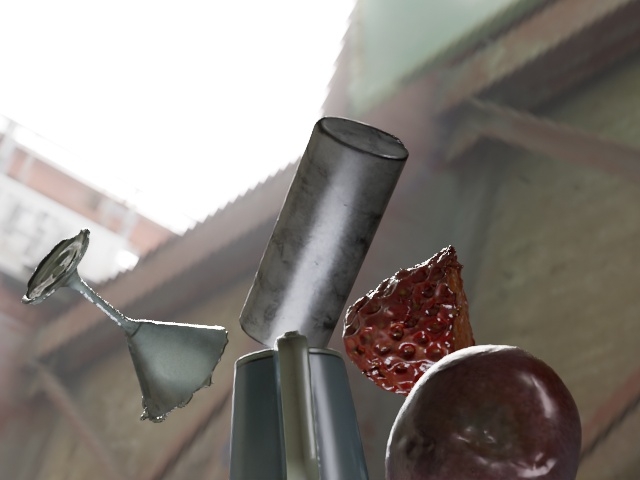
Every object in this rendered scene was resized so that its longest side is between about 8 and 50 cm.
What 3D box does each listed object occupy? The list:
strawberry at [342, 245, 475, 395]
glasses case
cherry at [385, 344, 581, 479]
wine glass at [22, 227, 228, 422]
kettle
[{"bbox_3d":[0.124,0.133,2.459,0.178,0.234,0.234,-9,-138,11],"label":"strawberry"},{"bbox_3d":[0.000,0.000,2.133,0.060,0.114,0.299,-82,-168,-57],"label":"glasses case"},{"bbox_3d":[0.177,0.238,1.994,0.239,0.206,0.239,10,90,-78],"label":"cherry"},{"bbox_3d":[-0.190,0.077,1.779,0.122,0.183,0.122,-39,-157,20],"label":"wine glass"},{"bbox_3d":[-0.025,0.225,1.819,0.210,0.160,0.243,81,4,-73],"label":"kettle"}]
